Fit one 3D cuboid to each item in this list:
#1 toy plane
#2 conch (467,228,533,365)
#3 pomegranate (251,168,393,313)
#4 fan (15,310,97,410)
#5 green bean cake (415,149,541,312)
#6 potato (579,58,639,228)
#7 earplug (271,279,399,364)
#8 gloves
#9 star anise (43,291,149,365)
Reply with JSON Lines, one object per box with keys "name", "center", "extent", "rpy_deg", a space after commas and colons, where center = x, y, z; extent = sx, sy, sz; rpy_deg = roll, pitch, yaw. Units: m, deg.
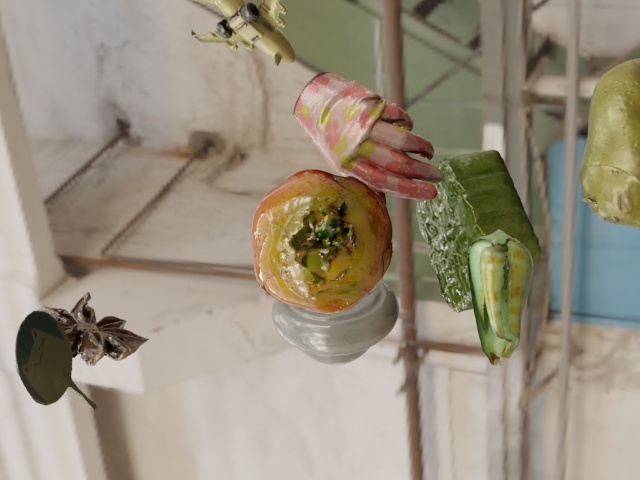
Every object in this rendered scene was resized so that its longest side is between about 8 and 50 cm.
{"name": "toy plane", "center": [-0.136, -0.422, 2.233], "extent": [0.244, 0.229, 0.092], "rpy_deg": [43, -144, -26]}
{"name": "conch", "center": [0.221, 0.064, 1.398], "extent": [0.106, 0.079, 0.170], "rpy_deg": [82, -172, -72]}
{"name": "pomegranate", "center": [0.000, 0.000, 1.603], "extent": [0.235, 0.210, 0.210], "rpy_deg": [104, 173, -87]}
{"name": "fan", "center": [-0.317, 0.159, 1.392], "extent": [0.175, 0.005, 0.113], "rpy_deg": [57, -150, -44]}
{"name": "green bean cake", "center": [0.259, -0.018, 1.960], "extent": [0.222, 0.125, 0.248], "rpy_deg": [117, 138, -66]}
{"name": "potato", "center": [0.444, -0.135, 1.612], "extent": [0.169, 0.143, 0.248], "rpy_deg": [20, -113, -37]}
{"name": "earplug", "center": [0.026, 0.136, 1.983], "extent": [0.325, 0.214, 0.175], "rpy_deg": [96, 170, -89]}
{"name": "gloves", "center": [0.074, -0.141, 1.714], "extent": [0.145, 0.241, 0.126], "rpy_deg": [-52, -20, 6]}
{"name": "star anise", "center": [-0.432, 0.171, 2.109], "extent": [0.262, 0.230, 0.081], "rpy_deg": [-136, 51, -66]}
